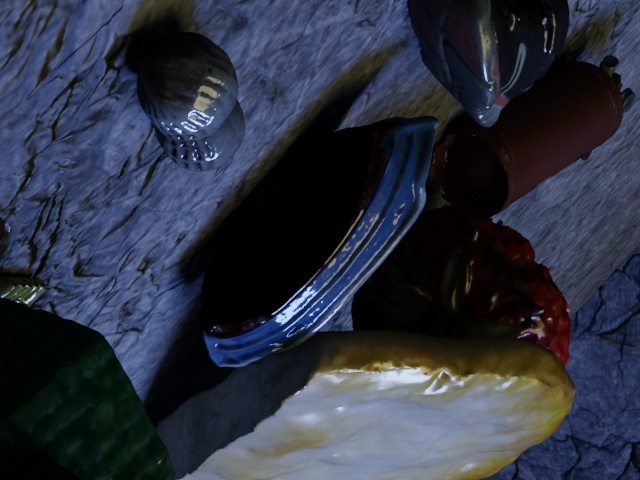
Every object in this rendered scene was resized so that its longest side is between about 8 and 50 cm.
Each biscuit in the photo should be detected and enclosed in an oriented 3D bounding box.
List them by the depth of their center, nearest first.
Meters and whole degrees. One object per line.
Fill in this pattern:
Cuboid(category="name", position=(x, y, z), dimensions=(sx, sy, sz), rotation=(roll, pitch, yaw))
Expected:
Cuboid(category="biscuit", position=(0.046, 0.184, 1.971), dimensions=(0.446, 0.104, 0.429), rotation=(0, 154, -26))

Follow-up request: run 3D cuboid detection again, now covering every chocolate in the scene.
Cuboid(category="chocolate", position=(-0.091, -0.098, 1.355), dimensions=(0.072, 0.072, 0.167), rotation=(-43, 165, -10))

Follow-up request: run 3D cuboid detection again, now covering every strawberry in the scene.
Cuboid(category="strawberry", position=(0.167, 0.083, 2.191), dimensions=(0.261, 0.261, 0.257), rotation=(-53, 169, 26))

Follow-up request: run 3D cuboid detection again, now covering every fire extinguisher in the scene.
Cuboid(category="fire extinguisher", position=(0.261, -0.118, 2.177), dimensions=(0.337, 0.106, 0.147), rotation=(-30, 147, -43))

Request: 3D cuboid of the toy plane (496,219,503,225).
Cuboid(category="toy plane", position=(0.156, 0.101, 2.493), dimensions=(0.326, 0.104, 0.223), rotation=(117, -7, -57))

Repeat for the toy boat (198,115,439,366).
Cuboid(category="toy boat", position=(0.000, 0.000, 1.749), dimensions=(0.309, 0.129, 0.142), rotation=(-49, 154, 8))

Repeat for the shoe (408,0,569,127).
Cuboid(category="shoe", position=(0.164, -0.191, 1.714), dimensions=(0.137, 0.114, 0.291), rotation=(-41, 168, 1))

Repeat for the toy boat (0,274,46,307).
Cuboid(category="toy boat", position=(-0.260, 0.071, 1.447), dimensions=(0.115, 0.016, 0.063), rotation=(-49, 165, 10))

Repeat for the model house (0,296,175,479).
Cuboid(category="model house", position=(-0.279, 0.243, 1.261), dimensions=(0.382, 0.334, 0.342), rotation=(-42, 168, -38))
